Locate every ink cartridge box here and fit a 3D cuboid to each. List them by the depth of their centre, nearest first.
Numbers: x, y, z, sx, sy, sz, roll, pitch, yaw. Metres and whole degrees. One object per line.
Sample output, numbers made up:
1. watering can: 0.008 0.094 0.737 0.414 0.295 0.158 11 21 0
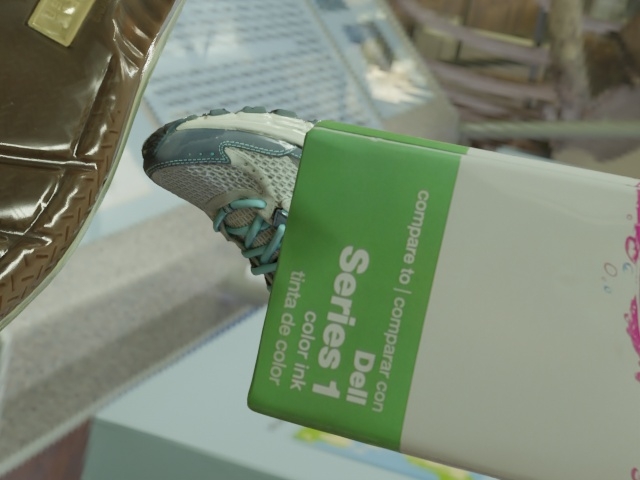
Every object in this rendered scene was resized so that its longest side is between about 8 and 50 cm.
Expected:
1. ink cartridge box: 0.144 0.045 0.567 0.201 0.278 0.117 14 89 -67

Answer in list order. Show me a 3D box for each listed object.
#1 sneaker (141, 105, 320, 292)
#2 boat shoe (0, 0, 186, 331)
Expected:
1. sneaker: 0.000 0.000 1.015 0.110 0.283 0.122 -24 -129 53
2. boat shoe: -0.105 -0.037 0.448 0.257 0.095 0.095 -58 -172 -33
